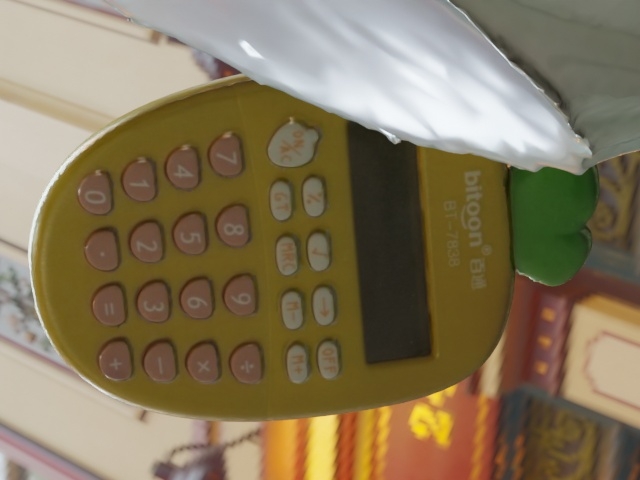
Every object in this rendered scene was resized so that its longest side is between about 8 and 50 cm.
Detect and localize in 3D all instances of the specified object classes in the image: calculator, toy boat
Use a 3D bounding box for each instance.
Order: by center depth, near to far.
[{"bbox_3d":[-0.004,-0.100,0.406,0.100,0.290,0.199,-63,0,-14],"label":"toy boat"},{"bbox_3d":[0.000,0.000,0.722,0.235,0.032,0.146,-7,-76,-10],"label":"calculator"}]
